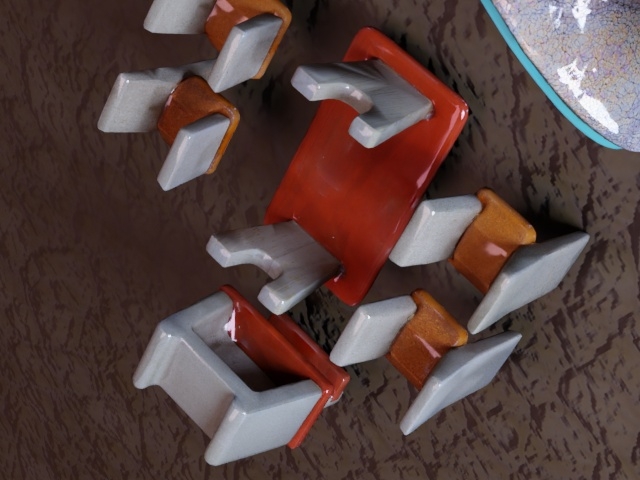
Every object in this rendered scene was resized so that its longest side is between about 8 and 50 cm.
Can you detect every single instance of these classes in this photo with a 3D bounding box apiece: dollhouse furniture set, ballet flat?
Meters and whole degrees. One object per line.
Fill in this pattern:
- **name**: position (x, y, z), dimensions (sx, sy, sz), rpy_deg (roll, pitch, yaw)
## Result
- **dollhouse furniture set**: position (0.000, 0.000, 0.946), dimensions (0.262, 0.135, 0.259), rpy_deg (43, 125, 21)
- **ballet flat**: position (0.096, -0.191, 0.735), dimensions (0.106, 0.107, 0.316), rpy_deg (-33, 87, 42)
